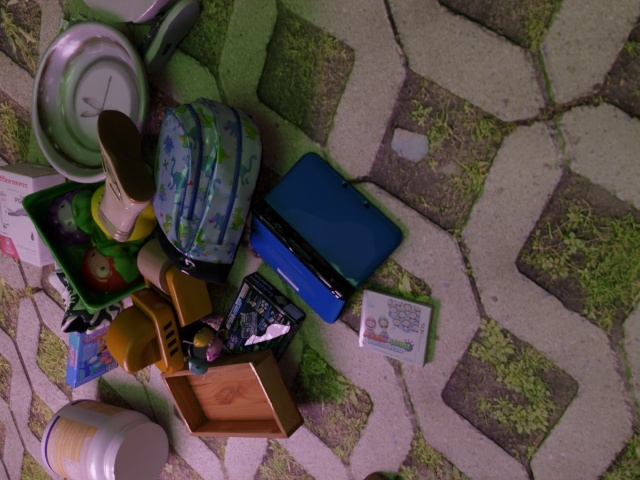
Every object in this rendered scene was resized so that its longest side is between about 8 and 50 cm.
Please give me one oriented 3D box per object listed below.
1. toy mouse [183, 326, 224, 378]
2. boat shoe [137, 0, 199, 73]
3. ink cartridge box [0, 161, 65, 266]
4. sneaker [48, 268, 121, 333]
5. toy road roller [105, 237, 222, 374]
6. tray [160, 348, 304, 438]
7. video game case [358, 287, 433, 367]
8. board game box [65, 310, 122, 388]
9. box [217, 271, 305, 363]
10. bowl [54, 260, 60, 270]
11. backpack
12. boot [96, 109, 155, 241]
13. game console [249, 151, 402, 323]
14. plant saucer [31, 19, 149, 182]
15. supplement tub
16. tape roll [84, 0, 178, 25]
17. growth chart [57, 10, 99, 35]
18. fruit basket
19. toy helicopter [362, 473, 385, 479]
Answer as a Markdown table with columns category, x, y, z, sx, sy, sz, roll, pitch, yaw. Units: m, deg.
| category | x | y | z | sx | sy | sz | roll | pitch | yaw |
| --- | --- | --- | --- | --- | --- | --- | --- | --- | --- |
| toy mouse | -0.270 | 0.276 | 1.342 | 0.031 | 0.161 | 0.142 | 10 | 108 | 20 |
| boat shoe | -0.370 | -0.498 | 1.322 | 0.228 | 0.080 | 0.076 | -40 | 82 | 41 |
| ink cartridge box | -0.892 | -0.085 | 1.732 | 0.208 | 0.117 | 0.282 | 14 | 110 | 29 |
| sneaker | -0.701 | 0.181 | 1.574 | 0.235 | 0.153 | 0.094 | 39 | 121 | 0 |
| toy road roller | -0.408 | 0.180 | 1.380 | 0.203 | 0.241 | 0.329 | 22 | 127 | 47 |
| tray | -0.240 | 0.403 | 1.448 | 0.411 | 0.076 | 0.202 | -17 | 100 | 43 |
| video game case | 0.160 | 0.188 | 1.211 | 0.157 | 0.019 | 0.143 | 14 | 110 | 29 |
| board game box | -0.680 | 0.322 | 1.688 | 0.047 | 0.160 | 0.210 | 27 | 115 | 24 |
| box | -0.155 | 0.216 | 1.396 | 0.175 | 0.051 | 0.220 | 38 | 120 | 17 |
| bowl | -0.715 | 0.080 | 1.690 | 0.170 | 0.080 | 0.169 | 9 | 107 | 30 |
| backpack | -0.257 | -0.134 | 1.249 | 0.355 | 0.274 | 0.290 | -56 | 36 | 17 |
| boot | -0.471 | -0.149 | 1.298 | 0.203 | 0.095 | 0.261 | -46 | 63 | 47 |
| game console | 0.000 | 0.000 | 1.255 | 0.293 | 0.173 | 0.250 | 45 | 153 | 15 |
| plant saucer | -0.568 | -0.346 | 1.431 | 0.401 | 0.101 | 0.399 | 2 | 95 | 26 |
| supplement tub | -0.657 | 0.630 | 1.710 | 0.332 | 0.241 | 0.240 | 1 | 104 | 32 |
| tape roll | -0.457 | -0.712 | 1.316 | 0.393 | 0.072 | 0.391 | 9 | 107 | 30 |
| growth chart | -0.634 | -0.521 | 1.509 | 0.237 | 0.021 | 0.171 | 31 | 118 | 19 |
| fruit basket | -0.567 | -0.028 | 1.478 | 0.392 | 0.283 | 0.391 | 26 | 131 | 35 |
| toy helicopter | 0.234 | 0.657 | 1.254 | 0.355 | 0.140 | 0.234 | 23 | 124 | 37 |
